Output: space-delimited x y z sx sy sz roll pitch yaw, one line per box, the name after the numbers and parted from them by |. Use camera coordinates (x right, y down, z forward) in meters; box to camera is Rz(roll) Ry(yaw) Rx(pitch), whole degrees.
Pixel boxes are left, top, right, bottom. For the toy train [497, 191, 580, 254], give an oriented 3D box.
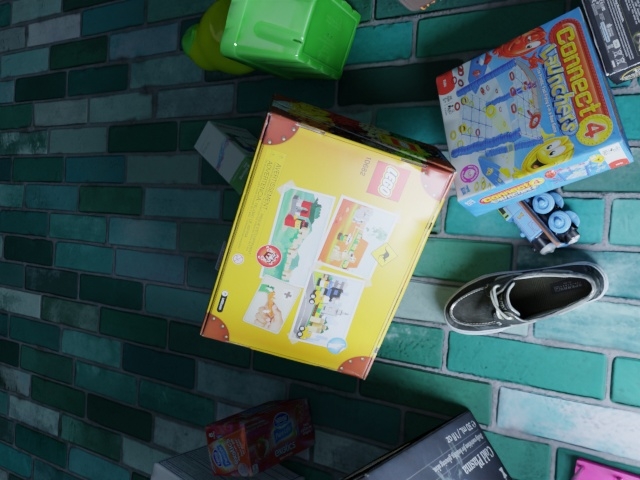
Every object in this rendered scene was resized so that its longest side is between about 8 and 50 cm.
0.427 -0.054 1.211 0.105 0.080 0.184 -48 64 31 | toy train

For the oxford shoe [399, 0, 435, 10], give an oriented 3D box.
0.255 -0.571 1.327 0.364 0.130 0.132 20 133 26 | oxford shoe

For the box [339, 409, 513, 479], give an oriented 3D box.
0.208 0.625 1.106 0.297 0.480 0.471 -38 70 27 | box

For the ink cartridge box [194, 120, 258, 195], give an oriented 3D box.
-0.201 -0.208 1.583 0.212 0.154 0.093 43 112 27 | ink cartridge box

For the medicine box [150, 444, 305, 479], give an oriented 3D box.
-0.233 0.637 1.515 0.264 0.289 0.149 16 96 33 | medicine box

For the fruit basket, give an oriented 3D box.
-0.138 -0.505 1.418 0.392 0.392 0.282 26 104 31 | fruit basket

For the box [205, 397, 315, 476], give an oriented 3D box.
-0.140 0.471 1.474 0.128 0.257 0.122 -14 83 33 | box

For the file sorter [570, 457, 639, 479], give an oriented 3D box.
0.565 0.541 1.047 0.291 0.182 0.202 9 95 33 | file sorter

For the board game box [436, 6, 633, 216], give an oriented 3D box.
0.395 -0.241 1.174 0.302 0.086 0.308 -21 60 32 | board game box

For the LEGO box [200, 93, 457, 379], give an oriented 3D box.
0.000 0.000 1.278 0.373 0.193 0.500 17 111 -9 | LEGO box

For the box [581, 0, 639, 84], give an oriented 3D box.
0.616 -0.525 1.077 0.318 0.097 0.394 -21 78 34 | box

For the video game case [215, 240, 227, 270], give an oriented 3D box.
-0.236 0.064 1.690 0.122 0.011 0.087 27 104 31 | video game case

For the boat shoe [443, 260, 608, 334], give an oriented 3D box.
0.385 0.109 1.209 0.335 0.119 0.121 -24 77 31 | boat shoe
